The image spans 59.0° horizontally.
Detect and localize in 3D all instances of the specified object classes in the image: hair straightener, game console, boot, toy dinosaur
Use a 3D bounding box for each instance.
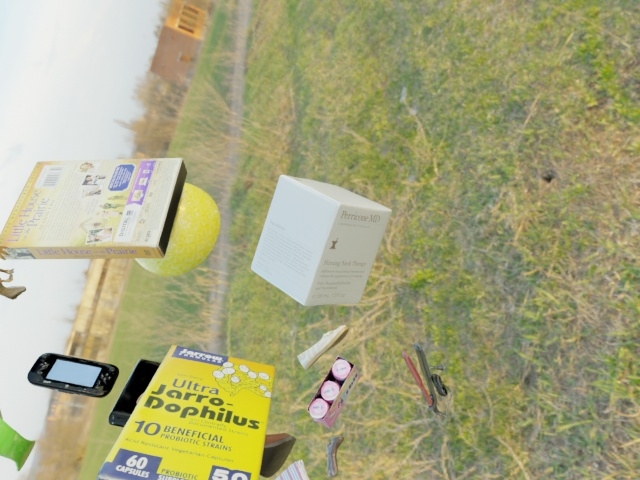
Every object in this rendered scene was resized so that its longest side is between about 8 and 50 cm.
[{"bbox_3d":[0.292,0.359,1.455,0.089,0.231,0.047,-30,13,-9],"label":"hair straightener"},{"bbox_3d":[-0.522,0.351,1.370,0.213,0.360,0.044,-89,12,-67],"label":"game console"},{"bbox_3d":[-0.217,0.402,1.221,0.280,0.264,0.096,30,109,32],"label":"boot"},{"bbox_3d":[0.050,0.707,1.835,0.106,0.037,0.114,122,156,-42],"label":"boot"},{"bbox_3d":[-0.596,0.044,0.955,0.112,0.211,0.064,-33,36,23],"label":"toy dinosaur"}]

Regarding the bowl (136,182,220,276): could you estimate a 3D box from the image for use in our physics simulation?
[{"bbox_3d":[-0.448,-0.056,1.606,0.156,0.289,0.290,51,-133,-65],"label":"bowl"}]

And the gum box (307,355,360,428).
[{"bbox_3d":[0.037,0.443,1.632,0.188,0.062,0.107,-57,-27,-21],"label":"gum box"}]

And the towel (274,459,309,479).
[{"bbox_3d":[-0.085,0.843,1.905,0.197,0.029,0.144,-52,55,36],"label":"towel"}]

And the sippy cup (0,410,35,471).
[{"bbox_3d":[-0.706,0.343,1.053,0.305,0.240,0.224,50,151,19],"label":"sippy cup"}]

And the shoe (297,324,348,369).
[{"bbox_3d":[0.006,0.357,1.935,0.219,0.076,0.058,-45,73,16],"label":"shoe"}]

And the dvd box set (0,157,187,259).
[{"bbox_3d":[-0.583,-0.087,1.475,0.062,0.419,0.308,83,-172,-51],"label":"dvd box set"}]

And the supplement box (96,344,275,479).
[{"bbox_3d":[-0.191,0.337,0.857,0.356,0.194,0.196,-92,16,-75],"label":"supplement box"}]

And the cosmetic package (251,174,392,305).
[{"bbox_3d":[0.000,0.000,2.150,0.327,0.329,0.394,29,107,39],"label":"cosmetic package"}]
